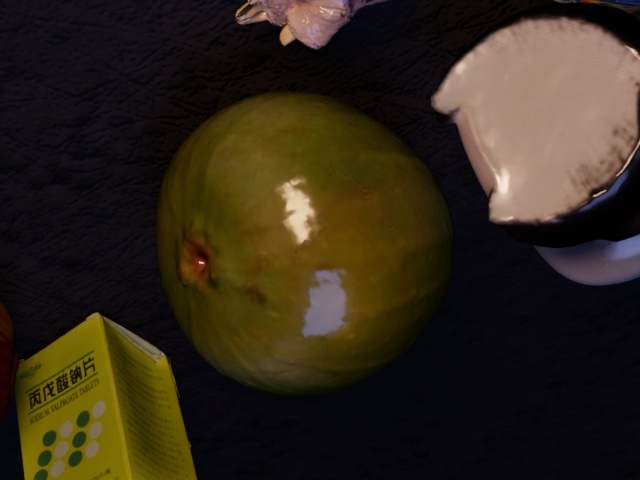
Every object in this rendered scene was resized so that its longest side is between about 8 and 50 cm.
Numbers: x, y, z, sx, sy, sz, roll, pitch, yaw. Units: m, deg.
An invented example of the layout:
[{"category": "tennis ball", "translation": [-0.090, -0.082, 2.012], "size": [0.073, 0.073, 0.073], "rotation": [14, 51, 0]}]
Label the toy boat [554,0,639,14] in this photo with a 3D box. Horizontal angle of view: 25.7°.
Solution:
[{"category": "toy boat", "translation": [0.242, -0.268, 1.279], "size": [0.175, 0.091, 0.110], "rotation": [6, 154, -16]}]

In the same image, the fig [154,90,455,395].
[{"category": "fig", "translation": [0.000, 0.000, 1.372], "size": [0.316, 0.316, 0.316], "rotation": [-9, 139, -8]}]

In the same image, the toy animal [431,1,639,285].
[{"category": "toy animal", "translation": [0.270, -0.086, 1.354], "size": [0.251, 0.251, 0.310], "rotation": [-35, 159, 21]}]

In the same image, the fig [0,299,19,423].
[{"category": "fig", "translation": [-0.408, 0.125, 1.453], "size": [0.205, 0.205, 0.205], "rotation": [-9, 139, -8]}]

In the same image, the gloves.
[{"category": "gloves", "translation": [-0.003, -0.234, 1.237], "size": [0.144, 0.094, 0.110], "rotation": [2, 131, 9]}]

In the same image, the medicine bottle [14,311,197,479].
[{"category": "medicine bottle", "translation": [-0.240, 0.226, 1.562], "size": [0.137, 0.250, 0.141], "rotation": [-34, 138, 17]}]

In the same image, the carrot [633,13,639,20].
[{"category": "carrot", "translation": [0.393, -0.180, 1.453], "size": [0.248, 0.059, 0.059], "rotation": [29, 123, -36]}]
